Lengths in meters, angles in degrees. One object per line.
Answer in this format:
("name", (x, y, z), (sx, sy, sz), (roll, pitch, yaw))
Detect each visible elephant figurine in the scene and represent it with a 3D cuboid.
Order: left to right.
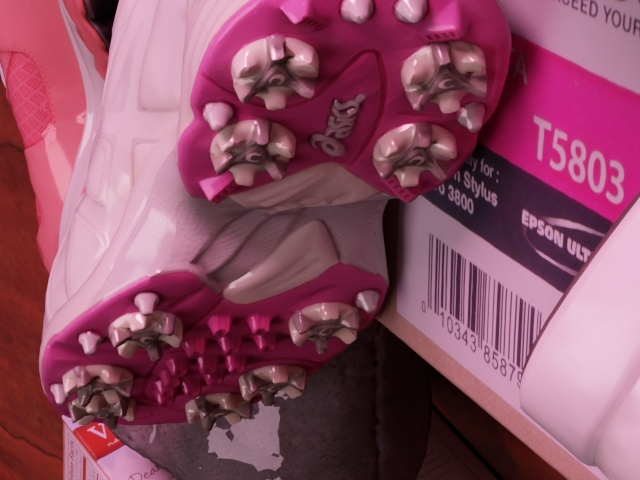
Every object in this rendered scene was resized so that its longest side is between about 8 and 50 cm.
("elephant figurine", (0.000, 0.000, 0.839), (0.186, 0.169, 0.239), (26, 126, 7))

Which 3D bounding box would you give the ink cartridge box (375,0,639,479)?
("ink cartridge box", (0.102, -0.027, 0.615), (0.234, 0.088, 0.193), (-142, 48, -57))

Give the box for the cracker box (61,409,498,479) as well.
("cracker box", (0.002, 0.144, 0.935), (0.232, 0.155, 0.067), (47, 149, 29))

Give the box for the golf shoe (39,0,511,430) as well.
("golf shoe", (-0.028, -0.039, 0.687), (0.306, 0.115, 0.140), (126, 141, -50))

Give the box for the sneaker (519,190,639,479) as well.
("sneaker", (0.168, -0.040, 0.410), (0.123, 0.106, 0.290), (40, 116, 20))

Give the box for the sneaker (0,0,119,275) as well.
("sneaker", (-0.106, -0.098, 0.943), (0.136, 0.116, 0.314), (42, 145, 30))

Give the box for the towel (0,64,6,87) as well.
("towel", (-0.146, -0.173, 1.048), (0.209, 0.034, 0.285), (61, 152, 3))
